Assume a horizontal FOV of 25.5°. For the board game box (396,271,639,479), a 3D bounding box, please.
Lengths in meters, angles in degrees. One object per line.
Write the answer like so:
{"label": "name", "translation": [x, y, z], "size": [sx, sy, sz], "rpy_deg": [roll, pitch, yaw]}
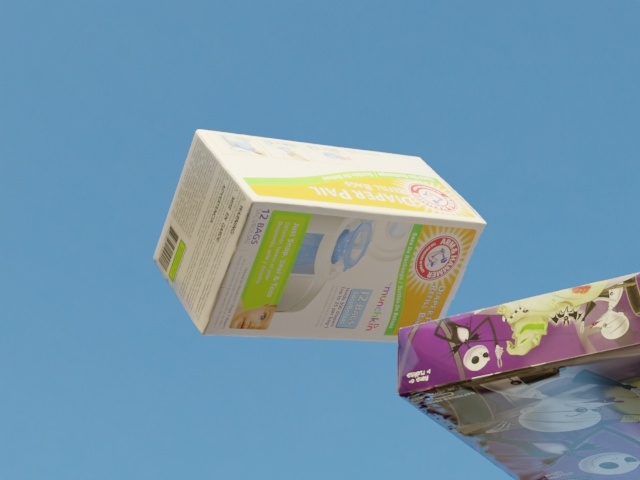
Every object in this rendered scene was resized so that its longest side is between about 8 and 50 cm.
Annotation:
{"label": "board game box", "translation": [0.240, 0.071, 0.756], "size": [0.347, 0.056, 0.208], "rpy_deg": [-16, -31, 30]}

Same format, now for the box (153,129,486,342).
{"label": "box", "translation": [0.000, 0.000, 1.032], "size": [0.203, 0.103, 0.114], "rpy_deg": [5, -61, -33]}
